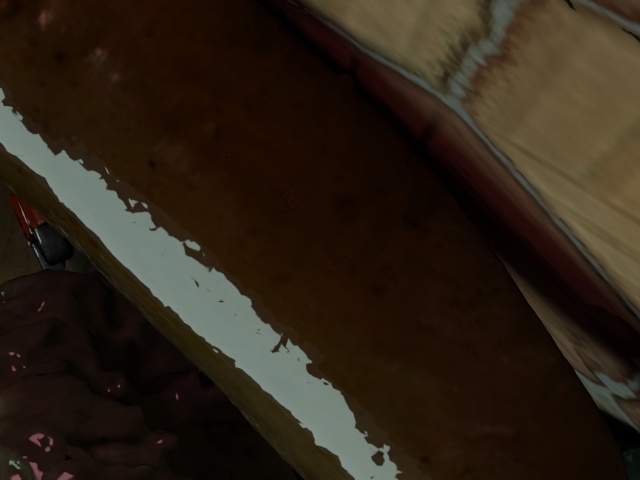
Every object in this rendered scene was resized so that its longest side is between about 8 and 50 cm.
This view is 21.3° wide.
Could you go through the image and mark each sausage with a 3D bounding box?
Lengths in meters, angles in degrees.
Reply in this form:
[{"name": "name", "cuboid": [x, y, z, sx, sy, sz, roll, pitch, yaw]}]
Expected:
[{"name": "sausage", "cuboid": [-0.060, -0.037, 0.654, 0.501, 0.136, 0.123, 41, -169, -4]}]

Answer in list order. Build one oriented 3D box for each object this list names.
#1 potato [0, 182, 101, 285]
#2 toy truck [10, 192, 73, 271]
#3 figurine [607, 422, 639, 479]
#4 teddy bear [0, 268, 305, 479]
[{"name": "potato", "cuboid": [-0.188, 0.012, 1.201, 0.326, 0.221, 0.243, 25, 175, 30]}, {"name": "toy truck", "cuboid": [-0.125, -0.054, 0.935, 0.114, 0.107, 0.253, 66, 170, -2]}, {"name": "figurine", "cuboid": [0.139, 0.112, 0.808, 0.060, 0.047, 0.106, 36, 173, -23]}, {"name": "teddy bear", "cuboid": [-0.058, 0.141, 0.918, 0.368, 0.357, 0.224, 1, -127, -31]}]
